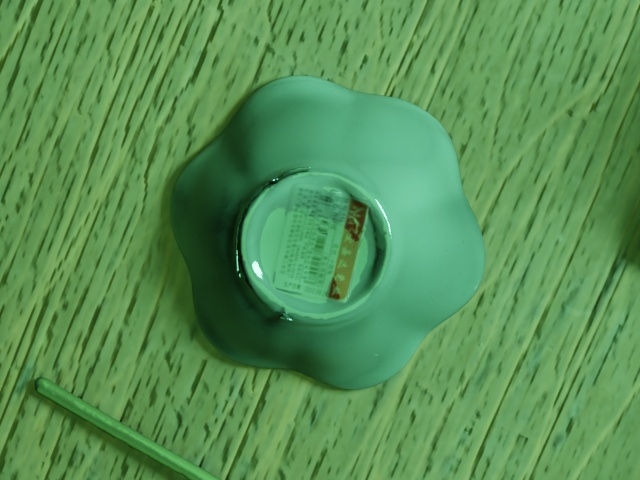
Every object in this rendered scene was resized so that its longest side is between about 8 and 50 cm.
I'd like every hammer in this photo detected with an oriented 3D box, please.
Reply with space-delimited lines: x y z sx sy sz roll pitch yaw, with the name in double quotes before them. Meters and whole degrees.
"hammer" -0.126 0.153 1.271 0.195 0.060 0.028 28 99 5

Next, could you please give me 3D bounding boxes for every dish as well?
"dish" 0.000 0.000 1.224 0.229 0.081 0.229 1 97 5
